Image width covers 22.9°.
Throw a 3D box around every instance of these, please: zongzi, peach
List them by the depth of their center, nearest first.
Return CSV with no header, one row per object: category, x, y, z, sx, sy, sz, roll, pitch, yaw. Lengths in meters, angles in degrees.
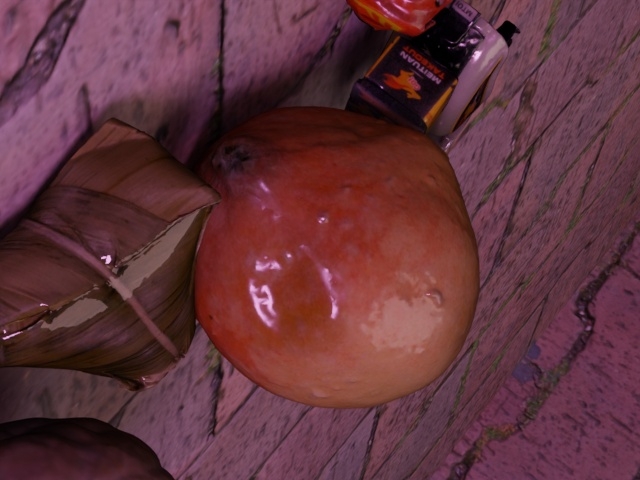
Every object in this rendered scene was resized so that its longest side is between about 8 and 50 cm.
zongzi,-0.156,0.060,0.925,0.204,0.094,0.205,-43,160,-28
peach,0.000,0.000,1.056,0.232,0.232,0.232,-50,163,-21

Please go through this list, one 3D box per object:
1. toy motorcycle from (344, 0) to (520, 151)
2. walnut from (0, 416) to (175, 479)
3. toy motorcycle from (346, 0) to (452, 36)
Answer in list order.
toy motorcycle,0.069,-0.104,1.230,0.157,0.091,0.263,-51,175,-18
walnut,-0.177,0.201,0.950,0.224,0.224,0.224,-50,163,-21
toy motorcycle,0.093,-0.233,1.075,0.298,0.089,0.171,-42,160,-43
